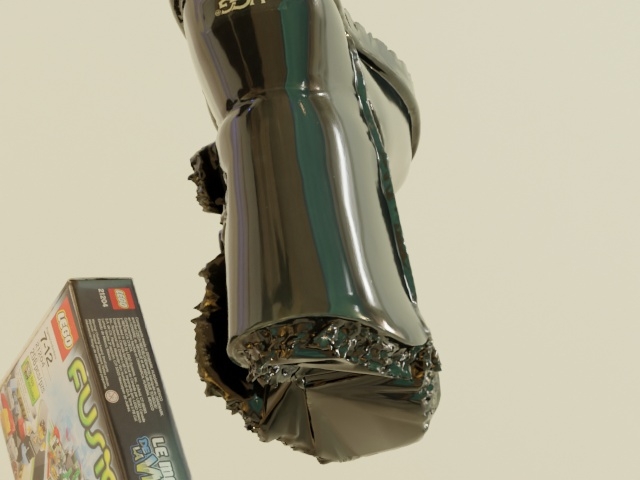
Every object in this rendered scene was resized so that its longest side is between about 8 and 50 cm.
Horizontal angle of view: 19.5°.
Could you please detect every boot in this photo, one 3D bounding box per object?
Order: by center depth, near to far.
[{"bbox_3d":[0.000,0.000,0.803,0.094,0.246,0.207,-13,-114,8],"label":"boot"}]

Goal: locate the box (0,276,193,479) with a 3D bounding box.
[{"bbox_3d":[-0.099,0.133,0.880,0.036,0.114,0.207,0,-124,-32],"label":"box"}]
